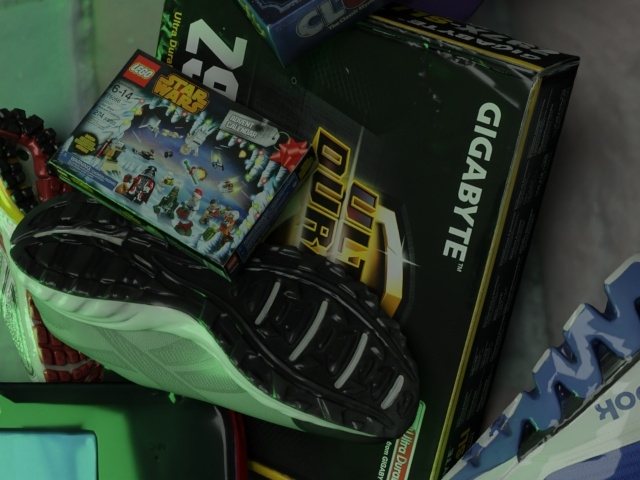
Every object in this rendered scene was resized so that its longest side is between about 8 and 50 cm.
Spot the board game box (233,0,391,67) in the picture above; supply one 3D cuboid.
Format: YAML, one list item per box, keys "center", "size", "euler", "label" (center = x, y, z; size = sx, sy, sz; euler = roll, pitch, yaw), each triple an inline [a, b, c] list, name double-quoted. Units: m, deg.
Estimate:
- center: [0.035, -0.230, 0.863]
  size: [0.243, 0.042, 0.165]
  euler: [-33, 60, -5]
  label: "board game box"

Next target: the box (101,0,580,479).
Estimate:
- center: [0.000, 0.000, 0.928]
  size: [0.257, 0.079, 0.322]
  euler: [23, 113, 24]
  label: "box"

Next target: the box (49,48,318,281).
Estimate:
- center: [-0.083, -0.048, 0.871]
  size: [0.137, 0.027, 0.094]
  euler: [30, 74, 20]
  label: "box"

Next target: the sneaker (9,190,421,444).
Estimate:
- center: [-0.063, 0.057, 0.891]
  size: [0.272, 0.108, 0.100]
  euler: [22, 54, 16]
  label: "sneaker"

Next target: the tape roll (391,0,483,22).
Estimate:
- center: [0.003, -0.256, 1.006]
  size: [0.275, 0.090, 0.274]
  euler: [-2, 83, 22]
  label: "tape roll"

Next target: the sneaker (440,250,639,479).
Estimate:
- center: [0.173, 0.179, 0.863]
  size: [0.182, 0.127, 0.315]
  euler: [38, 97, 24]
  label: "sneaker"

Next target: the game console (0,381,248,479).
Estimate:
- center: [-0.215, 0.271, 1.007]
  size: [0.387, 0.060, 0.341]
  euler: [-3, 93, 27]
  label: "game console"

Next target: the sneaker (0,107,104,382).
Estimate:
- center: [-0.218, 0.019, 1.078]
  size: [0.093, 0.088, 0.225]
  euler: [-29, 73, 38]
  label: "sneaker"
